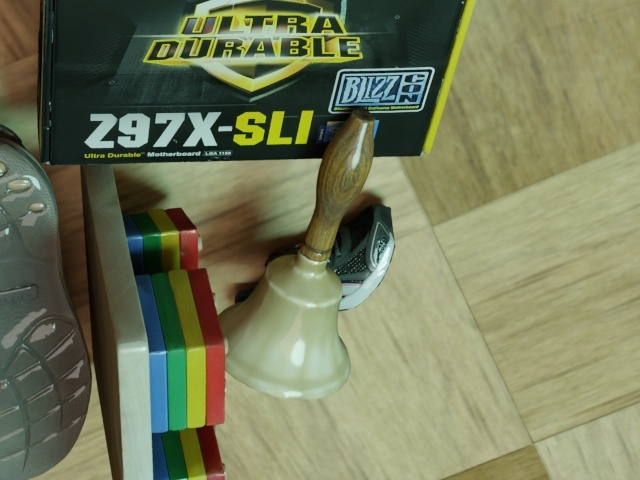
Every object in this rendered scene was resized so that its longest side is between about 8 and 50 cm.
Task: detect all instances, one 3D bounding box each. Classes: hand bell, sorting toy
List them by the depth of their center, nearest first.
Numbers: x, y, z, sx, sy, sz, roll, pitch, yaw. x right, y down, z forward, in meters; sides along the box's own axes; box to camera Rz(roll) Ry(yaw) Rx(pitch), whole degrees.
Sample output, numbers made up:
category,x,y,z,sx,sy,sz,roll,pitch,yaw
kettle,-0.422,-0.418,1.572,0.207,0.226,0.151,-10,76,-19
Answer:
category,x,y,z,sx,sy,sz,roll,pitch,yaw
hand bell,0.000,0.000,1.466,0.126,0.126,0.242,8,125,-19
sorting toy,-0.136,0.088,1.488,0.089,0.255,0.257,-7,132,-10

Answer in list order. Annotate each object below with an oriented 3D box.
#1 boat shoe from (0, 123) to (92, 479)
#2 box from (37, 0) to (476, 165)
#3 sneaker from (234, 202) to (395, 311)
category,x,y,z,sx,sy,sz,roll,pitch,yaw
boat shoe,-0.265,0.047,1.510,0.132,0.130,0.355,-5,125,-13
box,-0.054,-0.165,1.370,0.322,0.079,0.257,-2,146,-12
sneaker,-0.008,0.031,1.592,0.077,0.072,0.178,29,117,-29
